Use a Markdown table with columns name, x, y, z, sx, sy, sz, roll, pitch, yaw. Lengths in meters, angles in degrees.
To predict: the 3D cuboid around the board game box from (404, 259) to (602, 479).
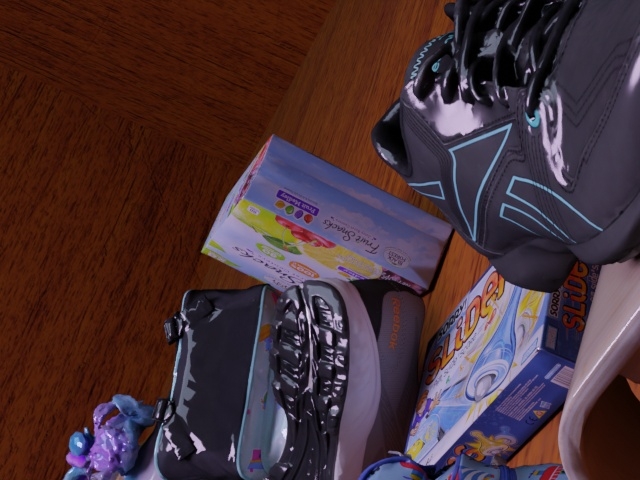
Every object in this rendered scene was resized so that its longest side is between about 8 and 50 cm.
| name | x | y | z | sx | sy | sz | roll | pitch | yaw |
| --- | --- | --- | --- | --- | --- | --- | --- | --- | --- |
| board game box | 0.109 | 0.069 | 0.875 | 0.201 | 0.035 | 0.136 | 122 | 169 | -48 |

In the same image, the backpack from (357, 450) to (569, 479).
| name | x | y | z | sx | sy | sz | roll | pitch | yaw |
| --- | --- | --- | --- | --- | --- | --- | --- | --- | --- |
| backpack | 0.054 | 0.158 | 0.585 | 0.173 | 0.116 | 0.158 | 97 | -167 | -68 |

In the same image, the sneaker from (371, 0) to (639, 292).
| name | x | y | z | sx | sy | sz | roll | pitch | yaw |
| --- | --- | --- | --- | --- | --- | --- | --- | --- | --- |
| sneaker | 0.082 | -0.046 | 0.547 | 0.101 | 0.106 | 0.267 | -57 | 0 | -16 |

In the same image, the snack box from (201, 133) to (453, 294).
| name | x | y | z | sx | sy | sz | roll | pitch | yaw |
| --- | --- | --- | --- | --- | --- | --- | --- | --- | --- |
| snack box | 0.000 | 0.000 | 1.282 | 0.070 | 0.174 | 0.207 | -66 | 7 | -17 |

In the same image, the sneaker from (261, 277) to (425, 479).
| name | x | y | z | sx | sy | sz | roll | pitch | yaw |
| --- | --- | --- | --- | --- | --- | --- | --- | --- | --- |
| sneaker | 0.022 | 0.153 | 1.007 | 0.100 | 0.108 | 0.272 | 29 | 118 | 44 |

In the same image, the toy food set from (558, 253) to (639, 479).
| name | x | y | z | sx | sy | sz | roll | pitch | yaw |
| --- | --- | --- | --- | --- | --- | --- | --- | --- | --- |
| toy food set | 0.198 | -0.051 | 0.522 | 0.306 | 0.092 | 0.220 | -60 | -1 | 34 |

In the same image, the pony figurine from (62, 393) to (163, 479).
| name | x | y | z | sx | sy | sz | roll | pitch | yaw |
| --- | --- | --- | --- | --- | --- | --- | --- | --- | --- |
| pony figurine | -0.161 | 0.284 | 1.347 | 0.363 | 0.303 | 0.351 | -34 | 27 | 35 |

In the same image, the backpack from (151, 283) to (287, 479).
| name | x | y | z | sx | sy | sz | roll | pitch | yaw |
| --- | --- | --- | --- | --- | --- | --- | --- | --- | --- |
| backpack | -0.030 | 0.129 | 1.149 | 0.188 | 0.144 | 0.166 | 46 | -135 | -62 |
